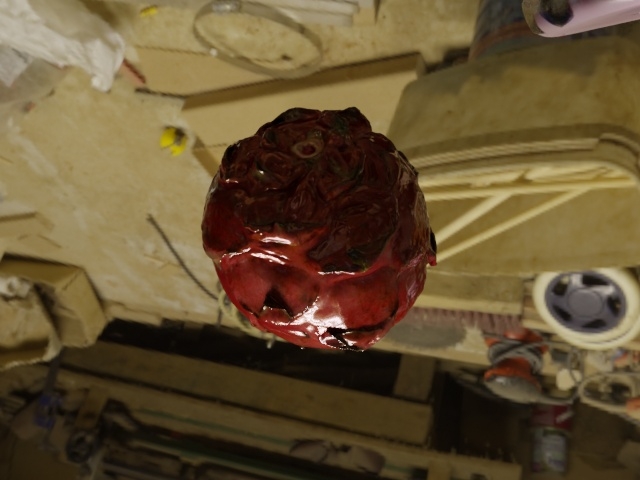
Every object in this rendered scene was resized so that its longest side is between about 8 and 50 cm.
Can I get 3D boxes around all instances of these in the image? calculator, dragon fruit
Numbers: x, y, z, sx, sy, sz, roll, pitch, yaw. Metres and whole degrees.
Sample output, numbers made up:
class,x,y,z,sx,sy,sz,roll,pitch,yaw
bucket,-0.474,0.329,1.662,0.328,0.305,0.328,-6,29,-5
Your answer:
class,x,y,z,sx,sy,sz,roll,pitch,yaw
calculator,0.144,-0.110,0.338,0.103,0.024,0.166,-12,-170,7
dragon fruit,-0.001,-0.010,0.791,0.241,0.241,0.252,-12,147,38
